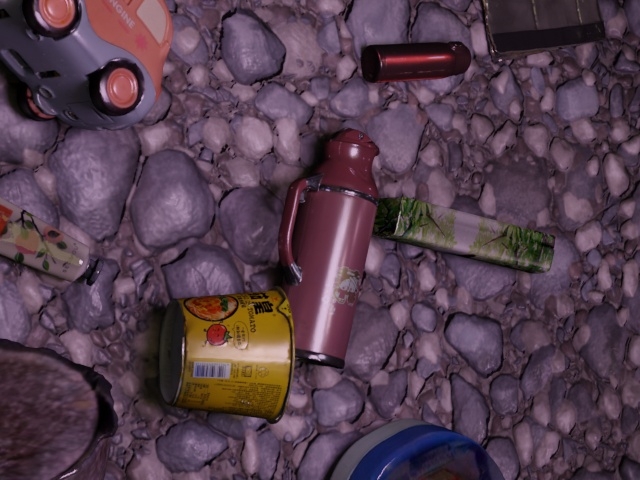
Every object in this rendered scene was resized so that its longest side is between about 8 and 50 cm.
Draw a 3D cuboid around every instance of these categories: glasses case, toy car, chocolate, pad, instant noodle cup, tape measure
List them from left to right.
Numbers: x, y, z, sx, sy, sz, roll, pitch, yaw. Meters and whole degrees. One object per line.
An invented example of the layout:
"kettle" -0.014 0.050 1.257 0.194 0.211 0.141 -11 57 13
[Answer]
"chocolate" -0.380 0.282 1.407 0.303 0.303 0.213 -18 127 -26
"toy car" -0.293 -0.275 1.493 0.270 0.181 0.212 53 55 -34
"instant noodle cup" -0.126 0.146 1.581 0.144 0.182 0.182 4 86 -19
"tape measure" 0.131 0.389 1.714 0.259 0.138 0.262 -25 99 -27
"glasses case" 0.208 -0.005 1.792 0.272 0.095 0.062 13 83 -25
"pad" 0.346 -0.382 1.919 0.233 0.022 0.174 -14 93 -28

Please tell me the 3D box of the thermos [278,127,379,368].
"thermos" 0.001 0.001 1.682 0.136 0.109 0.330 14 81 -12

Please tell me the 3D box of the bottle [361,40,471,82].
"bottle" 0.145 -0.264 1.791 0.164 0.060 0.060 -7 91 -27

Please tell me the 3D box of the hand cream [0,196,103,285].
"hand cream" -0.383 -0.011 1.528 0.234 0.050 0.080 27 80 -17
